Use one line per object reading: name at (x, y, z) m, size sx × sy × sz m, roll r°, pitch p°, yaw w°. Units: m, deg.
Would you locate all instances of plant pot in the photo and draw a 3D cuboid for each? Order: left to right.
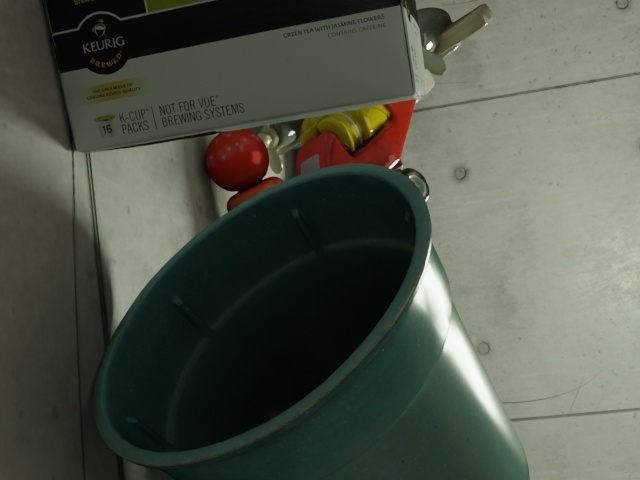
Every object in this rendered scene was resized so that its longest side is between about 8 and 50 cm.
plant pot at (0.022, 0.162, 0.770) m, size 0.334 × 0.341 × 0.341 m, roll 55°, pitch 25°, yaw -30°

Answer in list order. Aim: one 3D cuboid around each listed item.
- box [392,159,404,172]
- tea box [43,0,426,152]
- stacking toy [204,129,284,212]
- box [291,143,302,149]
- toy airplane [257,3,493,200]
box at (0.065, -0.252, 1.731) m, size 0.191 × 0.143 × 0.381 m, roll 59°, pitch 9°, yaw -67°
tea box at (-0.082, -0.274, 0.787) m, size 0.220 × 0.329 × 0.323 m, roll -45°, pitch 127°, yaw -75°
stacking toy at (-0.065, -0.003, 1.121) m, size 0.330 × 0.141 × 0.141 m, roll 62°, pitch 16°, yaw -11°
box at (-0.034, -0.306, 1.603) m, size 0.060 × 0.100 × 0.244 m, roll 60°, pitch 25°, yaw -63°
toy airplane at (0.061, -0.236, 1.246) m, size 0.272 × 0.386 × 0.384 m, roll 36°, pitch 8°, yaw -24°
